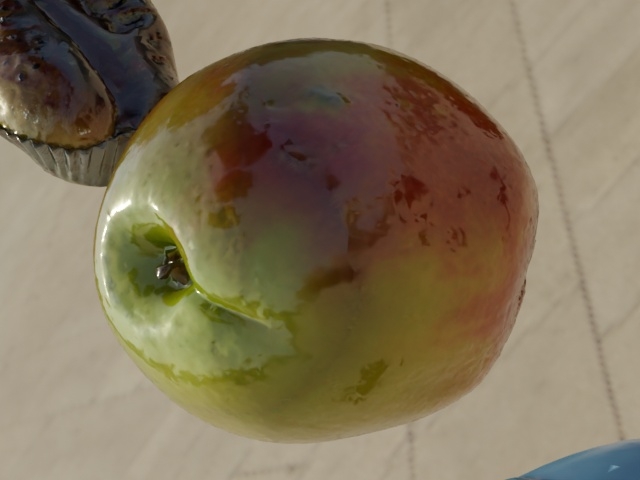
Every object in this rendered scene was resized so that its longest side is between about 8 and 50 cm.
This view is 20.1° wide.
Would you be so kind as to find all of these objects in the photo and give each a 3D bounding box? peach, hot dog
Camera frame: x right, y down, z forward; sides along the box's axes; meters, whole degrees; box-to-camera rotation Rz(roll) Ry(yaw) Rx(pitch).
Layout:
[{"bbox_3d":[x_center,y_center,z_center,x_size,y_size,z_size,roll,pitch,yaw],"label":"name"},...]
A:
[{"bbox_3d":[0.000,0.000,0.963,0.231,0.231,0.231,-46,17,18],"label":"peach"},{"bbox_3d":[-0.177,-0.139,1.285,0.082,0.162,0.270,-65,36,32],"label":"hot dog"}]

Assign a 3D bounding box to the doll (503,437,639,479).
[{"bbox_3d":[0.053,0.151,0.415,0.314,0.177,0.141,-31,-30,-18],"label":"doll"}]
